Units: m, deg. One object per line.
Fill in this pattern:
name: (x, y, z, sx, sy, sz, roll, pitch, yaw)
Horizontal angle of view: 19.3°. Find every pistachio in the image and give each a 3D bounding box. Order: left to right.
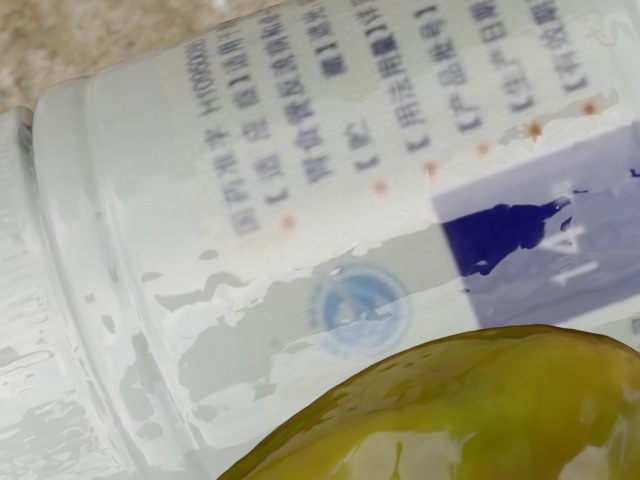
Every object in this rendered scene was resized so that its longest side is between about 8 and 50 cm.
pistachio: (0.019, 0.093, 0.498, 0.189, 0.100, 0.110, -32, 125, 6)

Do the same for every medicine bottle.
medicine bottle: (0.000, 0.000, 0.744, 0.332, 0.190, 0.190, -19, 101, 5)
